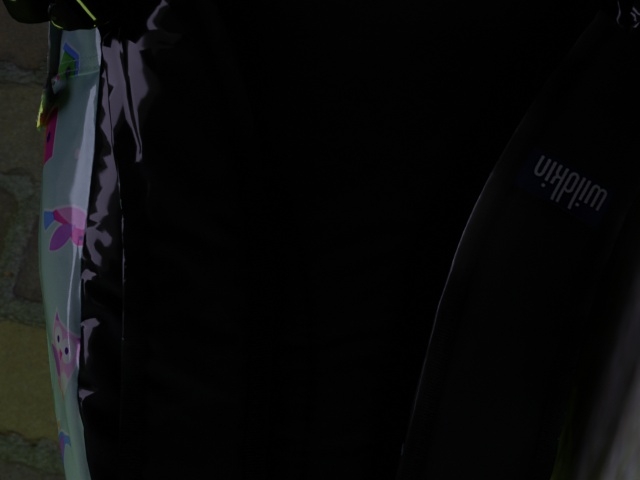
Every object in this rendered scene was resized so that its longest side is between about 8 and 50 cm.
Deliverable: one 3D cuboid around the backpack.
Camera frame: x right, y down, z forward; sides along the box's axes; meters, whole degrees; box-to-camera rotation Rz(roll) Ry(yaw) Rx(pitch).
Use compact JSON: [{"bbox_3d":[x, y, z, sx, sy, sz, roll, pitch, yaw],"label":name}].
[{"bbox_3d":[0.002,0.010,0.438,0.115,0.152,0.182,-90,4,-89],"label":"backpack"}]
